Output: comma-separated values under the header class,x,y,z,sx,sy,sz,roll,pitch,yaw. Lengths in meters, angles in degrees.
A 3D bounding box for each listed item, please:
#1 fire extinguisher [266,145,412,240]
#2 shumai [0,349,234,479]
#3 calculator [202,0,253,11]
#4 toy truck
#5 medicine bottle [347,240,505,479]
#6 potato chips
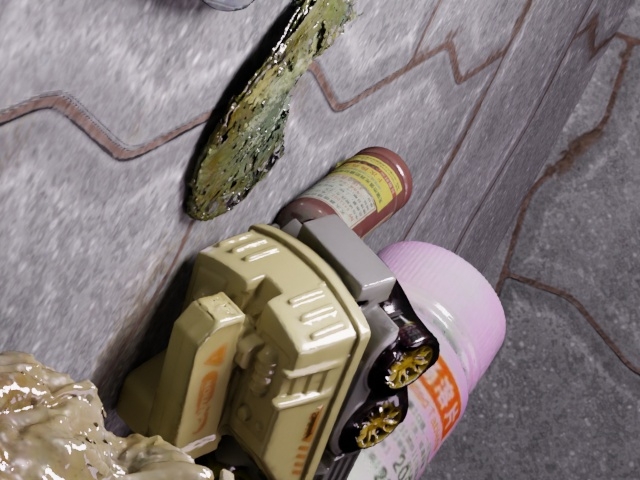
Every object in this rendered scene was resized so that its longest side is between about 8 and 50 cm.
class,x,y,z,sx,sy,sz,roll,pitch,yaw
fire extinguisher,0.007,-0.002,1.761,0.252,0.075,0.106,-40,130,-53
shumai,-0.175,0.237,1.194,0.267,0.262,0.314,-59,167,-7
calculator,-0.034,-0.231,1.155,0.177,0.040,0.268,-59,169,2
toy truck,-0.069,0.168,1.615,0.254,0.181,0.405,-12,138,-39
medicine bottle,0.051,0.188,2.109,0.388,0.219,0.219,-48,164,-40
potato chips,-0.039,-0.110,1.463,0.220,0.029,0.202,-62,165,23
